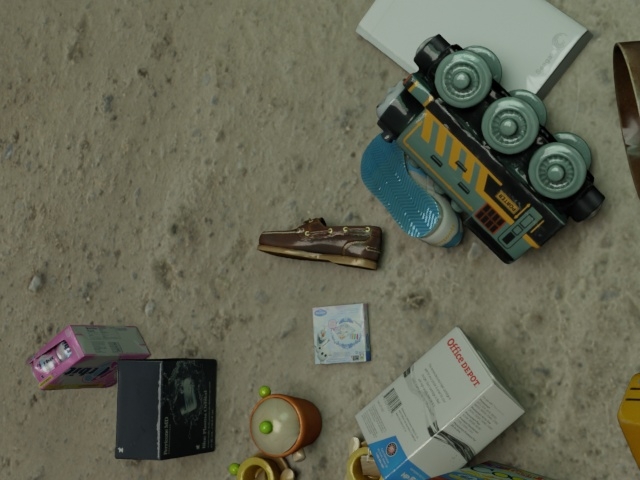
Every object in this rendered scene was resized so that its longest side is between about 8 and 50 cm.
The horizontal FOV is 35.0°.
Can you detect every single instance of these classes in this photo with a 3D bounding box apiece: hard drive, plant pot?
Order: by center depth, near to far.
[{"bbox_3d":[0.507,-0.169,1.282,0.230,0.215,0.215,-11,79,11],"label":"plant pot"},{"bbox_3d":[0.221,-0.311,1.524,0.307,0.040,0.203,43,104,25],"label":"hard drive"}]

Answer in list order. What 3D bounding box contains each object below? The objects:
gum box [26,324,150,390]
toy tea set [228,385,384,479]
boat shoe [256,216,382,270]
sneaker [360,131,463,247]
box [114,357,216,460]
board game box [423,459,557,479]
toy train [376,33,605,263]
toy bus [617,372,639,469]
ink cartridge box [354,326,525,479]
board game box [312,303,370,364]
[{"bbox_3d":[-0.390,0.197,1.707,0.107,0.188,0.062,-38,69,19],"label":"gum box"},{"bbox_3d":[0.001,0.363,1.519,0.336,0.124,0.200,23,95,28],"label":"toy tea set"},{"bbox_3d":[0.000,0.000,1.592,0.207,0.073,0.073,7,86,21],"label":"boat shoe"},{"bbox_3d":[0.134,-0.075,1.522,0.087,0.092,0.228,-42,48,20],"label":"sneaker"},{"bbox_3d":[-0.248,0.270,1.642,0.093,0.158,0.156,-3,84,27],"label":"box"},{"bbox_3d":[0.223,0.383,1.314,0.144,0.275,0.142,12,90,29],"label":"board game box"},{"bbox_3d":[0.230,-0.125,1.407,0.334,0.142,0.190,44,112,2],"label":"toy train"},{"bbox_3d":[0.531,0.226,1.204,0.333,0.130,0.108,-8,119,40],"label":"toy bus"},{"bbox_3d":[0.164,0.242,1.416,0.203,0.086,0.148,-42,29,9],"label":"ink cartridge box"},{"bbox_3d":[0.032,0.146,1.585,0.090,0.020,0.090,-7,82,27],"label":"board game box"}]
